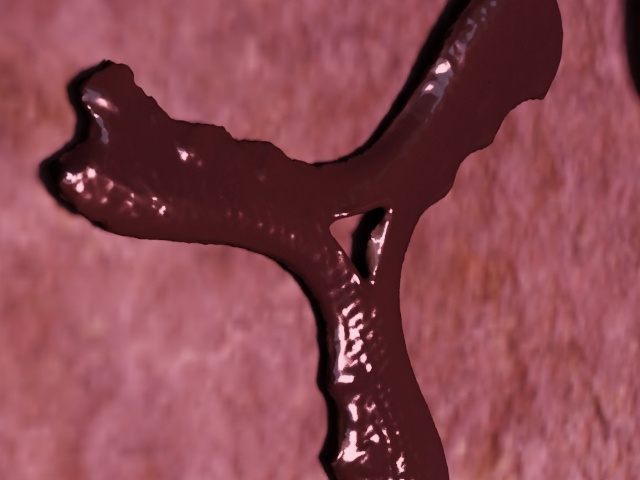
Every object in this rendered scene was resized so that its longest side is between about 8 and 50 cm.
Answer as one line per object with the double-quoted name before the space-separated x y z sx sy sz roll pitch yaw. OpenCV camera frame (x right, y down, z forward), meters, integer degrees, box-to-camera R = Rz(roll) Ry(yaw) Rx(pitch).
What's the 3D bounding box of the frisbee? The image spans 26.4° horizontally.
"frisbee" 0.000 0.000 0.407 0.187 0.012 0.211 15 86 -41
